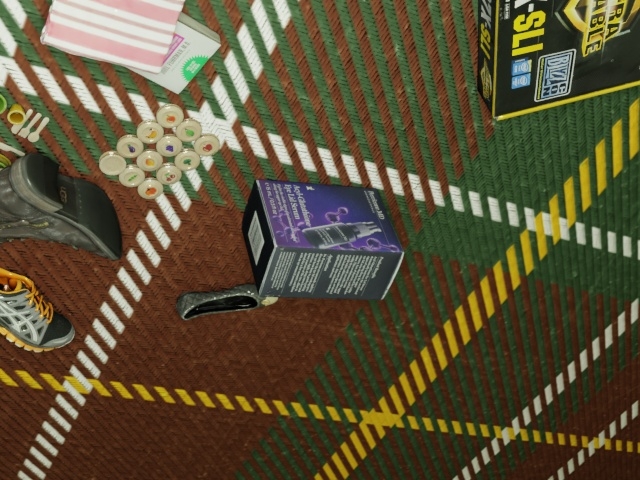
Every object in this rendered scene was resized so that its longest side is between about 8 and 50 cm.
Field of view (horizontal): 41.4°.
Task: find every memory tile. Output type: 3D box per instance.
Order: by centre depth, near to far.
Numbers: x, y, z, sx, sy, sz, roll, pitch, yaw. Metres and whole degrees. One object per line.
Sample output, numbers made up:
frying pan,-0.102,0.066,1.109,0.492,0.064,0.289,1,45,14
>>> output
memory tile,-0.225,-0.121,1.187,0.148,0.012,0.113,-35,134,17

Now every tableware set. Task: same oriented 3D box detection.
tableware set,-0.433,-0.126,1.104,0.104,0.024,0.154,28,121,-37

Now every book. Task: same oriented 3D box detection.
book,-0.210,-0.250,1.052,0.144,0.035,0.096,23,127,-37

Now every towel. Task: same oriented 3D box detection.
towel,-0.221,-0.296,0.959,0.144,0.029,0.197,12,110,-30

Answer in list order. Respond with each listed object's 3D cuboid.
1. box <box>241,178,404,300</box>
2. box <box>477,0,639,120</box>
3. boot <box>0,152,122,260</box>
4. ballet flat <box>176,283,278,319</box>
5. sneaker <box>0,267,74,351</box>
box,0.000,0.000,1.286,0.207,0.153,0.108,2,133,-22
box,0.341,-0.331,1.121,0.257,0.079,0.322,-13,137,-3
boot,-0.428,-0.021,1.179,0.229,0.091,0.263,-19,146,16
ballet flat,-0.154,0.107,1.415,0.173,0.049,0.057,-6,136,-13
sneaker,-0.455,0.098,1.283,0.083,0.084,0.215,-40,132,15
